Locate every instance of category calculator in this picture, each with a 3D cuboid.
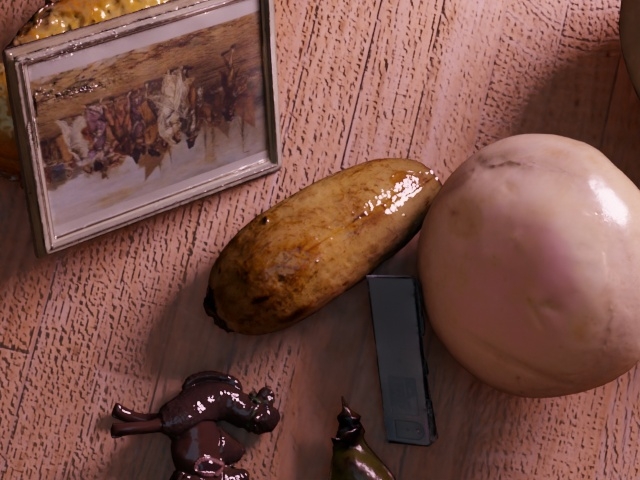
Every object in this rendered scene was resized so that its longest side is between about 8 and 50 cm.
[{"bbox_3d":[0.079,0.115,1.355,0.057,0.018,0.172,-1,106,28],"label":"calculator"}]

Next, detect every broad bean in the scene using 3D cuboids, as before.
[{"bbox_3d":[0.052,0.315,1.343,0.077,0.061,0.338,-6,82,3],"label":"broad bean"}]

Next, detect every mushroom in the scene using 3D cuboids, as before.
[{"bbox_3d":[0.216,0.026,1.331,0.246,0.202,0.246,0,91,40],"label":"mushroom"}]

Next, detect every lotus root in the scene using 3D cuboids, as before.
[{"bbox_3d":[0.000,0.000,1.366,0.258,0.097,0.110,-35,83,-11],"label":"lotus root"}]

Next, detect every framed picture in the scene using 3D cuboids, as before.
[{"bbox_3d":[-0.149,-0.112,1.296,0.274,0.017,0.217,-24,129,-27],"label":"framed picture"}]

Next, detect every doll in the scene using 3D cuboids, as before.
[{"bbox_3d":[-0.116,0.196,1.354,0.165,0.057,0.139,-12,81,-10],"label":"doll"}]

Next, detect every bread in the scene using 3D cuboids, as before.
[{"bbox_3d":[-0.219,-0.152,1.343,0.147,0.160,0.260,45,76,-3],"label":"bread"}]

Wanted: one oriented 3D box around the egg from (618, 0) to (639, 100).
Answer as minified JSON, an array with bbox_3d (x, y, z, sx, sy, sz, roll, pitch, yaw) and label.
[{"bbox_3d":[0.445,-0.167,1.332,0.352,0.258,0.258,38,82,1],"label":"egg"}]
